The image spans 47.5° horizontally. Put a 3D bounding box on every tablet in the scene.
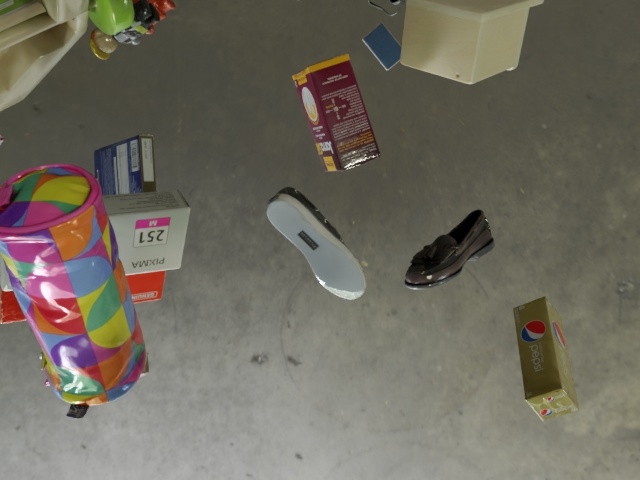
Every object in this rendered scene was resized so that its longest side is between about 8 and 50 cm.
[{"bbox_3d":[0.131,-0.397,1.489,0.054,0.006,0.083,-40,96,1],"label":"tablet"}]

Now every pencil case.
[{"bbox_3d":[-0.223,0.049,0.648,0.105,0.104,0.236,2,128,2],"label":"pencil case"}]

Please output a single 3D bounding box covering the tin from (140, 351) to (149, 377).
[{"bbox_3d":[-0.329,0.203,1.131,0.106,0.190,0.040,-1,76,-23],"label":"tin"}]

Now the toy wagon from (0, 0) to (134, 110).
[{"bbox_3d":[-0.218,-0.143,0.379,0.267,0.344,0.068,-37,87,-25],"label":"toy wagon"}]

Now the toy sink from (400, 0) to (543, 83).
[{"bbox_3d":[0.277,-0.378,1.318,0.153,0.234,0.131,26,128,32],"label":"toy sink"}]

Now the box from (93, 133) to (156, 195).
[{"bbox_3d":[-0.384,-0.124,1.423,0.037,0.225,0.136,-4,91,-39],"label":"box"}]

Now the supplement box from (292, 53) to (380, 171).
[{"bbox_3d":[0.027,-0.222,1.290,0.081,0.104,0.188,-22,100,-15],"label":"supplement box"}]

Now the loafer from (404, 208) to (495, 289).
[{"bbox_3d":[0.274,0.015,1.571,0.109,0.303,0.095,4,111,42],"label":"loafer"}]

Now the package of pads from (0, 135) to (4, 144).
[{"bbox_3d":[-0.252,-0.047,0.477,0.050,0.032,0.083,33,91,-13],"label":"package of pads"}]

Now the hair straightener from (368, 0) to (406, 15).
[{"bbox_3d":[0.168,-0.484,1.348,0.047,0.230,0.088,12,70,-37],"label":"hair straightener"}]

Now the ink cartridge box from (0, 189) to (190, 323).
[{"bbox_3d":[-0.356,0.040,1.137,0.275,0.060,0.238,-7,131,-30],"label":"ink cartridge box"}]

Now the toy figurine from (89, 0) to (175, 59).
[{"bbox_3d":[-0.386,-0.450,1.309,0.148,0.209,0.213,-26,117,15],"label":"toy figurine"}]

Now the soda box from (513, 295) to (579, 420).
[{"bbox_3d":[0.338,0.175,1.097,0.058,0.181,0.061,-26,123,27],"label":"soda box"}]

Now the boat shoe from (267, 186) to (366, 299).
[{"bbox_3d":[0.000,0.000,1.236,0.228,0.076,0.080,45,123,-13],"label":"boat shoe"}]
